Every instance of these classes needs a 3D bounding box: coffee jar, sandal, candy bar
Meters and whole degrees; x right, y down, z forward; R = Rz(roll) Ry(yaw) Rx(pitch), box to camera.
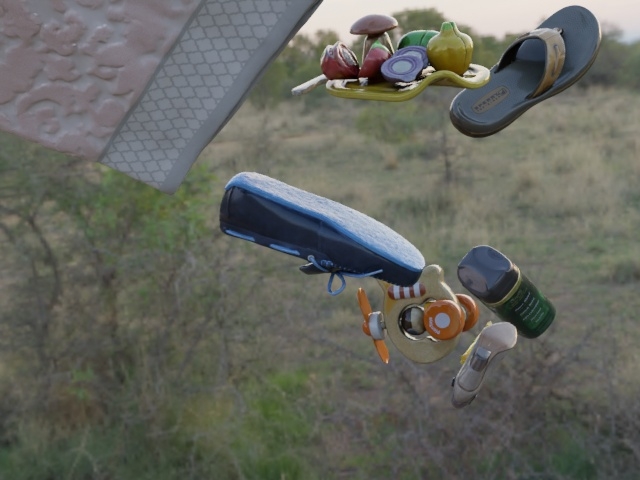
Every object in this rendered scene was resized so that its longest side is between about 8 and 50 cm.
[{"bbox_3d":[0.296,0.082,1.439,0.184,0.079,0.096,38,2,-43],"label":"coffee jar"},{"bbox_3d":[0.238,-0.204,1.043,0.219,0.060,0.090,-35,59,-9],"label":"sandal"},{"bbox_3d":[0.232,0.158,1.297,0.018,0.040,0.161,-28,0,27],"label":"candy bar"}]

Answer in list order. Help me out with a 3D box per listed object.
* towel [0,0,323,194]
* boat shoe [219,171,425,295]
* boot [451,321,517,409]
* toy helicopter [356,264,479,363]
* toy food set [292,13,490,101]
[{"bbox_3d":[-0.202,-0.205,0.865,0.317,0.332,0.053,22,38,-30],"label":"towel"},{"bbox_3d":[0.000,0.000,1.108,0.258,0.089,0.109,26,21,9],"label":"boat shoe"},{"bbox_3d":[0.201,0.159,1.133,0.042,0.087,0.118,34,35,23],"label":"boot"},{"bbox_3d":[0.155,0.110,1.942,0.235,0.355,0.140,-40,-13,22],"label":"toy helicopter"},{"bbox_3d":[0.069,-0.194,0.930,0.218,0.071,0.128,11,29,39],"label":"toy food set"}]
